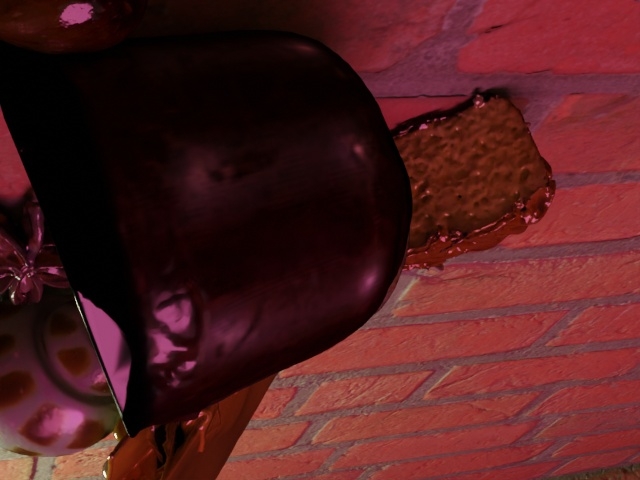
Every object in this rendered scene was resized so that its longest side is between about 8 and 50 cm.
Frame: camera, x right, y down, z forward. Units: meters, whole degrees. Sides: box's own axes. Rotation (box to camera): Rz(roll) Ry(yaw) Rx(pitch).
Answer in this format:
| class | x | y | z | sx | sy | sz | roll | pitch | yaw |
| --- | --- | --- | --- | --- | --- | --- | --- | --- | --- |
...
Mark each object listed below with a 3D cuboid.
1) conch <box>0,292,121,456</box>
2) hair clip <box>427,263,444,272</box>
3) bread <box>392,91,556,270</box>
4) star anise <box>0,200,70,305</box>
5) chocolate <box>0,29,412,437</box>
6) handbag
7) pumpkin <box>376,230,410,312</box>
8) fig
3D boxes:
| class | x | y | z | sx | sy | sz | roll | pitch | yaw |
| --- | --- | --- | --- | --- | --- | --- | --- | --- | --- |
| conch | -0.340 | 0.162 | 1.454 | 0.368 | 0.197 | 0.249 | 0 | -160 | 23 |
| hair clip | 0.104 | 0.011 | 1.589 | 0.226 | 0.034 | 0.072 | 7 | 145 | -34 |
| bread | 0.146 | -0.054 | 1.341 | 0.260 | 0.160 | 0.147 | -25 | 162 | 15 |
| star anise | -0.359 | 0.019 | 1.316 | 0.197 | 0.073 | 0.212 | -27 | 150 | 22 |
| chocolate | -0.086 | -0.039 | 1.035 | 0.331 | 0.383 | 0.383 | -20 | 157 | -10 |
| handbag | -0.137 | 0.171 | 1.447 | 0.133 | 0.401 | 0.283 | 30 | 151 | 6 |
| pumpkin | -0.010 | -0.008 | 1.252 | 0.217 | 0.217 | 0.110 | -21 | 165 | 16 |
| fig | -0.218 | -0.192 | 0.907 | 0.155 | 0.103 | 0.109 | -26 | 132 | 6 |
